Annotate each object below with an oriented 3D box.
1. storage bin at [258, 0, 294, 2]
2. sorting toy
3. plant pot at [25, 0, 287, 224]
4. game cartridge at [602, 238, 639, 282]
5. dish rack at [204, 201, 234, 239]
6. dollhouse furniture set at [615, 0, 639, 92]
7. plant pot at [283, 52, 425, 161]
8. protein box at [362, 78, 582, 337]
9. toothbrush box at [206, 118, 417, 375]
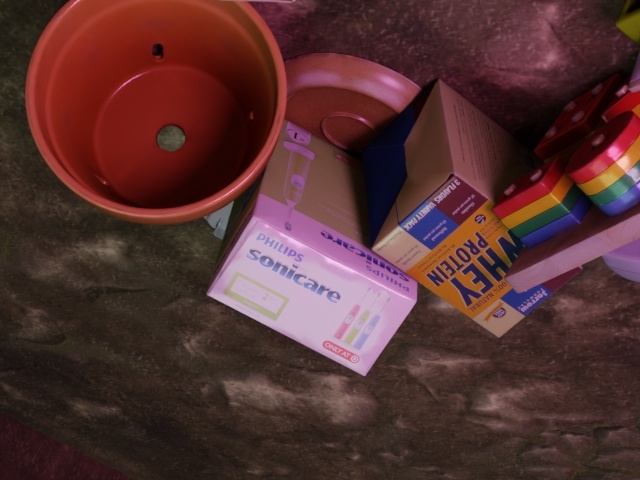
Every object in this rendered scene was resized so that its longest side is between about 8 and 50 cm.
[{"bbox_3d":[-0.157,-0.364,1.523,0.262,0.123,0.260,6,148,23],"label":"storage bin"},{"bbox_3d":[0.305,-0.094,1.575,0.089,0.257,0.255,45,146,-9],"label":"sorting toy"},{"bbox_3d":[-0.182,-0.143,1.783,0.291,0.291,0.203,18,167,4],"label":"plant pot"},{"bbox_3d":[0.450,-0.039,1.616,0.297,0.198,0.062,-5,144,39],"label":"game cartridge"},{"bbox_3d":[-0.003,-0.013,2.049,0.333,0.072,0.285,26,159,-7],"label":"dish rack"},{"bbox_3d":[0.251,-0.276,1.382,0.301,0.151,0.197,34,148,-24],"label":"dollhouse furniture set"},{"bbox_3d":[0.041,-0.141,1.872,0.236,0.032,0.236,15,150,9],"label":"plant pot"},{"bbox_3d":[0.170,-0.037,1.756,0.201,0.200,0.136,34,119,-25],"label":"protein box"},{"bbox_3d":[0.000,0.000,1.793,0.206,0.283,0.122,28,115,-10],"label":"toothbrush box"}]
